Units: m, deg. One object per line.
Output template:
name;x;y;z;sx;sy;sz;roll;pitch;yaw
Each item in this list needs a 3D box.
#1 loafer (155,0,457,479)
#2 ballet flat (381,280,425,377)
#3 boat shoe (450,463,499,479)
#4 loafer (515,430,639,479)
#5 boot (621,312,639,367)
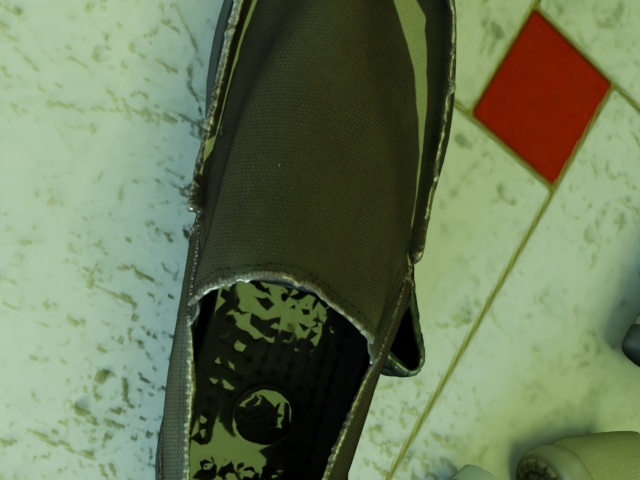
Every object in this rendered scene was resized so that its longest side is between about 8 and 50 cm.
loafer;0.000;0.000;0.549;0.133;0.130;0.366;8;96;-6
ballet flat;0.033;-0.005;0.638;0.057;0.049;0.173;-20;105;-25
boat shoe;0.134;0.261;0.686;0.079;0.095;0.254;-34;100;-18
loafer;0.216;0.241;0.736;0.092;0.102;0.269;-26;107;-17
boot;0.404;0.014;0.795;0.377;0.138;0.284;21;86;-23
